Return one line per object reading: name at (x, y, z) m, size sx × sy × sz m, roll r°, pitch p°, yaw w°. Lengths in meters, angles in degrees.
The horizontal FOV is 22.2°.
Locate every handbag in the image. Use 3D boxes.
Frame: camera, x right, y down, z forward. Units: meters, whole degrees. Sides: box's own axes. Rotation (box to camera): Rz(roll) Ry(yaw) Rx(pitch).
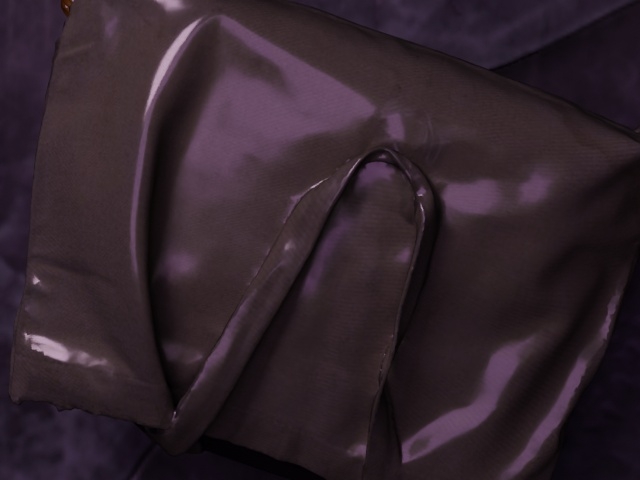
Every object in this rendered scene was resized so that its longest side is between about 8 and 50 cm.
handbag at (0.002, 0.005, 0.826) m, size 0.316 × 0.109 × 0.253 m, roll 16°, pitch 100°, yaw -6°

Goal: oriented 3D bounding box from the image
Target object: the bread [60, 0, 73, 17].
bread at (-0.094, -0.135, 0.867) m, size 0.053 × 0.085 × 0.085 m, roll 40°, pitch 98°, yaw 17°
